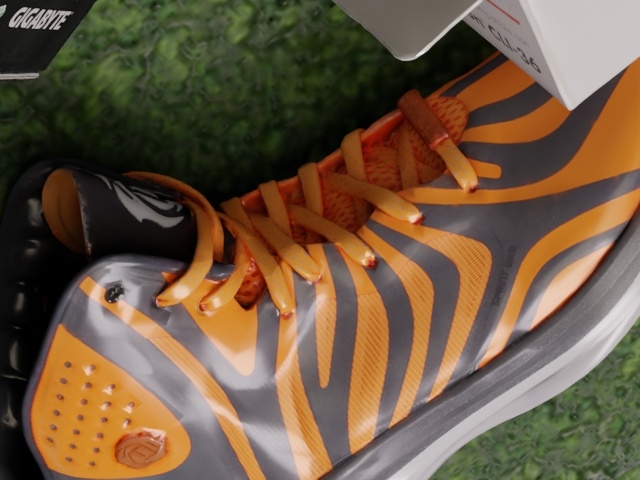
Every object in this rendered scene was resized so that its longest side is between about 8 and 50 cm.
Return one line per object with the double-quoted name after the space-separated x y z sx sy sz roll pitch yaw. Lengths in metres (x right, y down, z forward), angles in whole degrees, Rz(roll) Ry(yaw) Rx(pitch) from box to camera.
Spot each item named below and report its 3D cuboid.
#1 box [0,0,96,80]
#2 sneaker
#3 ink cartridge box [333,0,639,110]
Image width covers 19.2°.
-0.070 -0.159 0.476 0.079 0.322 0.257 38 100 4 "box"
0.000 0.000 0.688 0.180 0.124 0.321 34 101 -31 "sneaker"
0.089 -0.125 0.646 0.198 0.115 0.067 -37 134 -4 "ink cartridge box"
